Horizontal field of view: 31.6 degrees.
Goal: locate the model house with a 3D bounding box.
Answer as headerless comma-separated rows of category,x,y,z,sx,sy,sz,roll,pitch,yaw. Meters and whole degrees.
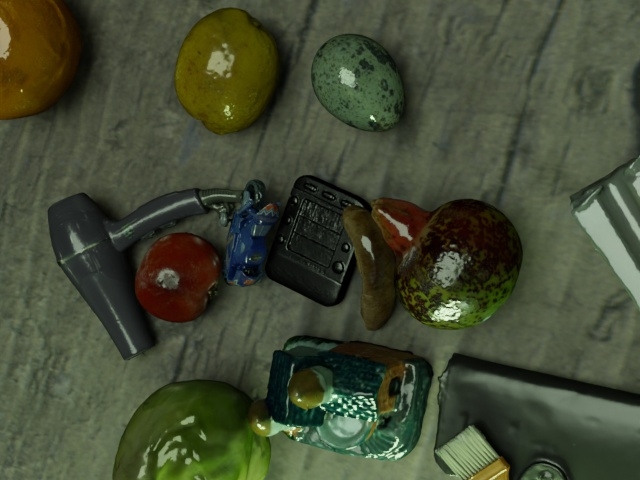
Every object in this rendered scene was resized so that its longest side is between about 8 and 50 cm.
model house,0.005,0.246,1.733,0.253,0.291,0.184,11,90,23

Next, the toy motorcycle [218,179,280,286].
toy motorcycle,-0.120,0.002,1.870,0.114,0.076,0.205,56,134,48

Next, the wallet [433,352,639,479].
wallet,0.352,0.300,1.711,0.377,0.051,0.197,11,98,24

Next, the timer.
timer,0.000,0.000,1.855,0.144,0.055,0.187,26,105,22

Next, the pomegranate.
pomegranate,0.177,0.014,1.684,0.248,0.214,0.214,39,106,-6

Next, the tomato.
tomato,-0.243,0.069,1.880,0.139,0.091,0.159,26,106,4

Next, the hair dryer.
hair dryer,-0.278,0.011,1.954,0.361,0.121,0.301,-27,89,16

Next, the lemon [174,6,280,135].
lemon,-0.154,-0.277,1.854,0.170,0.170,0.207,31,108,19

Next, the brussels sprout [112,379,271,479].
brussels sprout,-0.211,0.363,1.836,0.242,0.274,0.316,24,107,-3

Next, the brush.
brush,0.304,0.421,1.724,0.314,0.017,0.090,50,124,4

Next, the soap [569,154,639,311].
soap,0.603,0.034,1.512,0.350,0.213,0.435,-34,78,17

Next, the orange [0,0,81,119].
orange,-0.549,-0.341,1.984,0.261,0.261,0.261,0,91,23

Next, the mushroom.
mushroom,0.085,0.046,1.773,0.072,0.094,0.210,-11,102,3

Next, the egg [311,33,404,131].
egg,0.062,-0.245,1.780,0.132,0.132,0.172,-40,88,19
